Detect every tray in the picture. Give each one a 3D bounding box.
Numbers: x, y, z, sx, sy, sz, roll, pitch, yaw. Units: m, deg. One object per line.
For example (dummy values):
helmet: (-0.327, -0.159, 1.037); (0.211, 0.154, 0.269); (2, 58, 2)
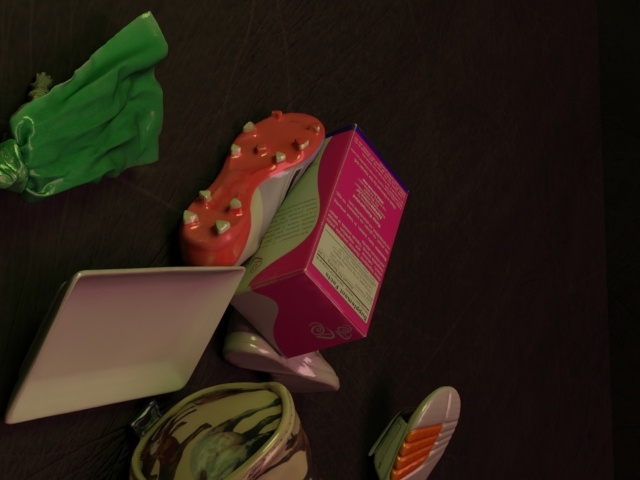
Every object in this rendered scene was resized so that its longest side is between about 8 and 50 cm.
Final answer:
tray: (-0.170, 0.080, 1.099); (0.145, 0.030, 0.270); (-63, 157, 12)

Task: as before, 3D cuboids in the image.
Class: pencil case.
pencil case: (-0.060, 0.332, 1.235); (0.183, 0.160, 0.410); (-25, 123, -11)

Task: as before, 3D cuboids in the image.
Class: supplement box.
supplement box: (0.000, 0.000, 1.321); (0.114, 0.111, 0.220); (49, 42, -28)

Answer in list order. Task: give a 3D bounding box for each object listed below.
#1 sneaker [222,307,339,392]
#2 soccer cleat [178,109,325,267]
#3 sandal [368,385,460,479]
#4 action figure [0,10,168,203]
sneaker: (-0.035, 0.111, 1.387); (0.212, 0.080, 0.094); (43, 46, -58)
soccer cleat: (-0.070, -0.046, 1.280); (0.248, 0.083, 0.095); (-55, 157, -45)
sandal: (0.101, 0.309, 1.718); (0.102, 0.076, 0.265); (15, 102, -50)
action figure: (-0.201, -0.091, 1.002); (0.232, 0.063, 0.137); (-46, 138, -57)
